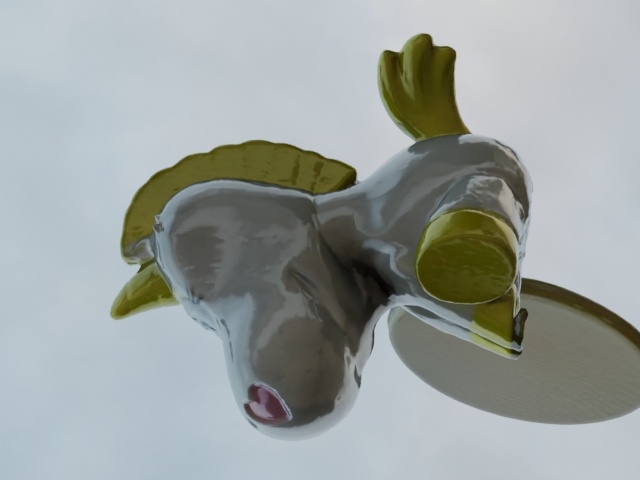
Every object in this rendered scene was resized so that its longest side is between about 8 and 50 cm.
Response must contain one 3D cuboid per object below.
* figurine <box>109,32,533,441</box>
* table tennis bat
[{"bbox_3d":[0.000,0.008,0.403,0.178,0.109,0.130,-23,-104,9],"label":"figurine"},{"bbox_3d":[0.113,0.059,0.736,0.320,0.198,0.050,38,-125,-29],"label":"table tennis bat"}]
